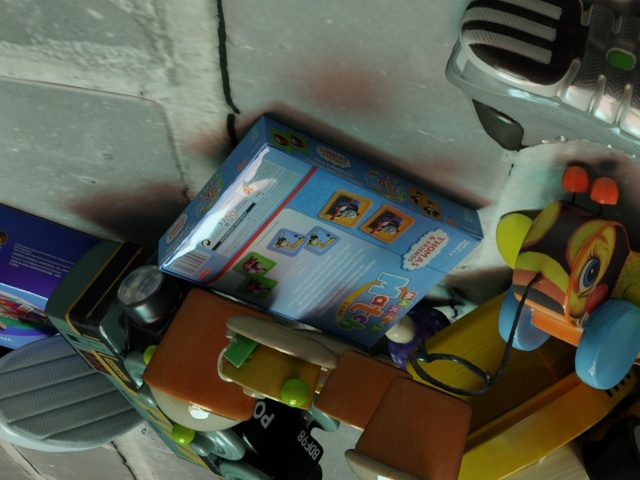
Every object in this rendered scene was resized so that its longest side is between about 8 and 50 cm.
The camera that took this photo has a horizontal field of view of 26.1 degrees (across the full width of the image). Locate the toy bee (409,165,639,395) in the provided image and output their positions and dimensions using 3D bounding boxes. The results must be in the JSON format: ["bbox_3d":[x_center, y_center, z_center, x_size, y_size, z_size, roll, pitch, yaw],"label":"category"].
[{"bbox_3d":[0.210,0.030,1.046,0.195,0.162,0.298,21,-166,16],"label":"toy bee"}]

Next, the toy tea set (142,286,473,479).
[{"bbox_3d":[-0.020,0.134,1.051,0.200,0.124,0.336,22,178,-18],"label":"toy tea set"}]

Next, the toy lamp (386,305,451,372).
[{"bbox_3d":[0.022,0.050,1.270,0.080,0.080,0.274,-6,153,38],"label":"toy lamp"}]

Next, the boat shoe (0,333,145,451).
[{"bbox_3d":[-0.243,0.157,1.484,0.119,0.121,0.335,-10,176,39],"label":"boat shoe"}]

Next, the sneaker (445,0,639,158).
[{"bbox_3d":[0.183,-0.083,0.855,0.228,0.086,0.132,23,163,-4],"label":"sneaker"}]

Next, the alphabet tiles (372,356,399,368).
[{"bbox_3d":[0.031,0.145,1.476,0.237,0.009,0.198,12,162,-43],"label":"alphabet tiles"}]

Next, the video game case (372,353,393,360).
[{"bbox_3d":[0.100,0.188,1.668,0.183,0.023,0.201,20,157,-22],"label":"video game case"}]

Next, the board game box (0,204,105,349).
[{"bbox_3d":[-0.415,0.009,1.388,0.347,0.078,0.233,21,157,-24],"label":"board game box"}]

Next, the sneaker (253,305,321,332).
[{"bbox_3d":[-0.014,0.076,1.375,0.083,0.071,0.191,0,157,14],"label":"sneaker"}]

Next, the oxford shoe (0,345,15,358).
[{"bbox_3d":[-0.496,0.104,1.675,0.363,0.130,0.133,21,126,-6],"label":"oxford shoe"}]

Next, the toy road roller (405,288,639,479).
[{"bbox_3d":[0.222,0.162,1.312,0.202,0.241,0.329,-34,173,25],"label":"toy road roller"}]

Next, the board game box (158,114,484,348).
[{"bbox_3d":[0.000,0.000,1.115,0.211,0.039,0.160,23,129,-27],"label":"board game box"}]

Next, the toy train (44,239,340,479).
[{"bbox_3d":[-0.118,0.132,1.329,0.190,0.142,0.334,14,150,42],"label":"toy train"}]
